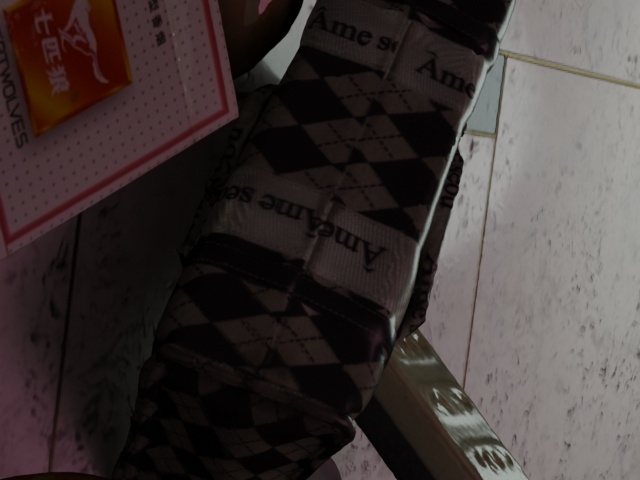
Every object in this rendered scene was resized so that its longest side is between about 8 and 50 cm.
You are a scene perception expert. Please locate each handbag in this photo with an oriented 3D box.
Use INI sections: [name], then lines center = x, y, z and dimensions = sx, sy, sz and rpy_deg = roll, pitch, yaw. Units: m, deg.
[handbag]
center = 0.000, 0.000, 1.387
dimensions = 0.316, 0.180, 0.416
rpy_deg = 112, 1, -61

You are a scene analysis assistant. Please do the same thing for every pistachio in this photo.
[pistachio]
center = -0.072, -0.206, 1.348
dimensions = 0.108, 0.126, 0.185
rpy_deg = -152, -116, -77

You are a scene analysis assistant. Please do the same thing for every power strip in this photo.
[power strip]
center = 0.097, 0.166, 1.600
dimensions = 0.070, 0.256, 0.105
rpy_deg = -44, 159, 22

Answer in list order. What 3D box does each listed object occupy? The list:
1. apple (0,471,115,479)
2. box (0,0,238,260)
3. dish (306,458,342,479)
[apple]
center = -0.172, 0.273, 1.156
dimensions = 0.246, 0.246, 0.226
rpy_deg = -42, 128, -47
[box]
center = -0.203, -0.105, 1.105
dimensions = 0.330, 0.095, 0.210
rpy_deg = -34, 127, -37
[dish]
center = -0.038, 0.265, 1.470
dimensions = 0.229, 0.081, 0.229
rpy_deg = -3, 96, -36
